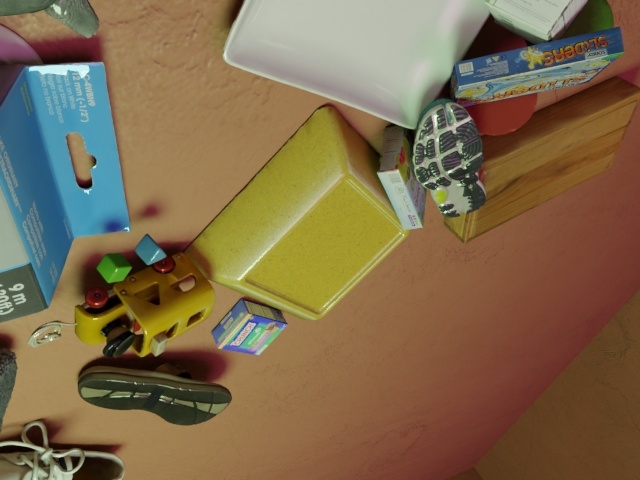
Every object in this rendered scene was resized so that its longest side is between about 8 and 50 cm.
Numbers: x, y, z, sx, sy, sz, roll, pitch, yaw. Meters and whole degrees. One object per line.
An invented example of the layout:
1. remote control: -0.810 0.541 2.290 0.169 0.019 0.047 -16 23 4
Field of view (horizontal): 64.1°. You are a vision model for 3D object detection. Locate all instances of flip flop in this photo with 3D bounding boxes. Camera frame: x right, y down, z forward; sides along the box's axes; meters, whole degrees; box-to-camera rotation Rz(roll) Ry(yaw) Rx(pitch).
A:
1. flip flop: -0.278 0.255 0.896 0.277 0.080 0.112 22 119 -31

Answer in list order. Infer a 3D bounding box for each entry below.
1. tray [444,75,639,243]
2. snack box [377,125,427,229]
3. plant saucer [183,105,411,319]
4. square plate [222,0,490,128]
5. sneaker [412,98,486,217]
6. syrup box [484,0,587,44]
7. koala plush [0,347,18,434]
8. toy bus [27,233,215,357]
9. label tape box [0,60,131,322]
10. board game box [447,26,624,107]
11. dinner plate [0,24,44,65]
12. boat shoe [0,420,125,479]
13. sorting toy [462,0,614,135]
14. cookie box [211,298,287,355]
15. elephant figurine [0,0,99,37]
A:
1. tray: 0.446 -0.161 1.032 0.411 0.076 0.202 -24 140 -15
2. snack box: 0.135 -0.099 0.820 0.037 0.100 0.141 -4 141 26
3. plant saucer: 0.000 0.000 0.843 0.333 0.081 0.333 -46 141 9
4. square plate: 0.090 -0.325 0.608 0.347 0.049 0.344 6 125 -41
5. sneaker: 0.198 -0.135 0.834 0.107 0.110 0.275 -21 150 9
6. syrup box: 0.317 -0.371 0.629 0.236 0.096 0.093 -59 160 19
7. koala plush: -0.516 0.210 0.586 0.221 0.203 0.196 3 157 -5
8. toy bus: -0.243 0.105 0.700 0.202 0.104 0.191 -46 163 3
9. label tape box: -0.364 -0.022 0.495 0.348 0.115 0.249 -14 143 -24
10. board game box: 0.284 -0.232 0.708 0.201 0.035 0.136 -9 180 11
11. dinner plate: -0.335 -0.143 0.489 0.141 0.017 0.141 -21 141 -19
12. boat shoe: -0.456 0.380 0.829 0.156 0.136 0.367 -40 145 3
13. sorting toy: 0.367 -0.305 0.829 0.365 0.127 0.126 -45 171 5
14. cookie box: -0.129 0.161 0.936 0.092 0.040 0.107 -48 140 14
15. elephant figurine: -0.320 -0.213 0.342 0.239 0.169 0.186 -23 98 -6
